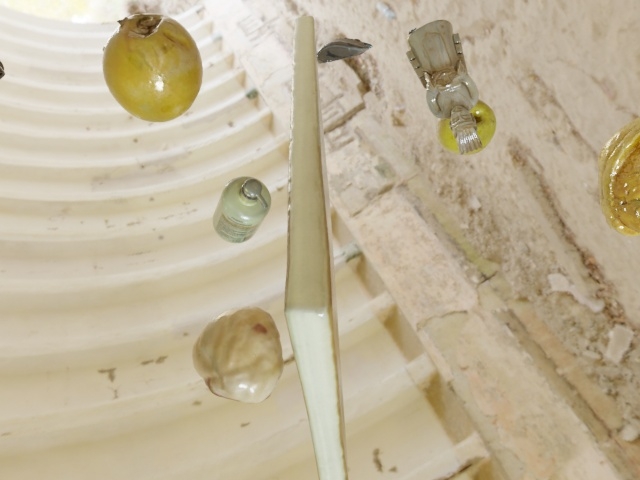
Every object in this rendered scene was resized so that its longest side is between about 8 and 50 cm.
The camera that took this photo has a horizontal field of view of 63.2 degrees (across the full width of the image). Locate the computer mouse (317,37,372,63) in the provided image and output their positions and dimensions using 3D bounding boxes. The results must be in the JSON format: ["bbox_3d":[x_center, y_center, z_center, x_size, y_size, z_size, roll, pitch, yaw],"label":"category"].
[{"bbox_3d":[0.047,-0.415,1.125,0.079,0.135,0.047,-46,-51,-53],"label":"computer mouse"}]

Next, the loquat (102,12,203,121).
[{"bbox_3d":[-0.381,-0.391,1.205,0.244,0.244,0.244,58,-178,-4],"label":"loquat"}]

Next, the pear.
[{"bbox_3d":[0.373,-0.293,1.343,0.149,0.149,0.162,58,173,0],"label":"pear"}]

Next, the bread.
[{"bbox_3d":[0.606,-0.115,0.944,0.120,0.198,0.236,-118,5,-62],"label":"bread"}]

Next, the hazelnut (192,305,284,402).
[{"bbox_3d":[-0.210,0.301,1.401,0.241,0.261,0.261,-9,-117,-55],"label":"hazelnut"}]

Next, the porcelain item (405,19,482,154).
[{"bbox_3d":[0.190,-0.229,0.777,0.054,0.084,0.213,35,-141,-61],"label":"porcelain item"}]

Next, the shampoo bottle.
[{"bbox_3d":[-0.122,-0.054,0.822,0.079,0.079,0.162,58,154,7],"label":"shampoo bottle"}]

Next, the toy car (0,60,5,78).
[{"bbox_3d":[-0.578,-0.253,0.771,0.089,0.108,0.210,53,-160,-10],"label":"toy car"}]

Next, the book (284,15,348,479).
[{"bbox_3d":[0.000,0.000,0.367,0.295,0.020,0.208,-92,-4,-47],"label":"book"}]
